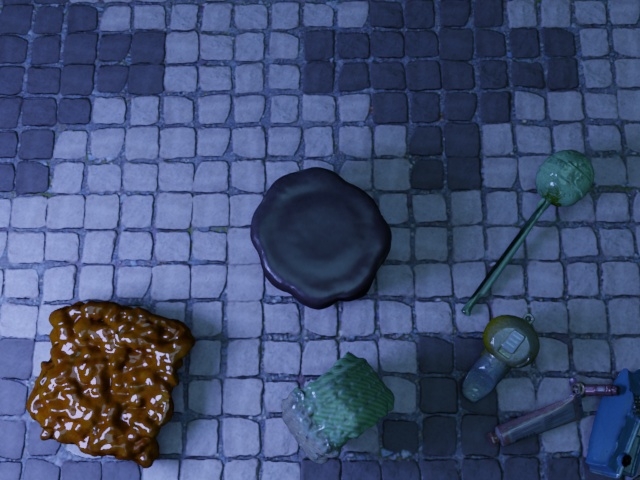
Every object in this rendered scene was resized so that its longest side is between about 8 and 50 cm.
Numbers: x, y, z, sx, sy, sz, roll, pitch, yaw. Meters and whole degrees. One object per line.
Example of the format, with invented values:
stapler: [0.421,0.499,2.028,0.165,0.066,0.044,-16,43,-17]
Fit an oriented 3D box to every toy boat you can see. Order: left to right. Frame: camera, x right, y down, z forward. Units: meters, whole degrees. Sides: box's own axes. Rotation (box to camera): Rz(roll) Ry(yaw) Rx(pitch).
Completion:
toy boat: [0.625,0.372,1.541,0.098,0.109,0.238,31,72,-22]

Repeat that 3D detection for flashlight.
flashlight: [0.563,0.309,1.560,0.031,0.110,0.052,19,70,-40]

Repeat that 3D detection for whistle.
whistle: [0.376,0.243,1.586,0.122,0.123,0.223,37,99,10]

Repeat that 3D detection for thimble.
thimble: [0.028,0.331,1.494,0.219,0.219,0.150,-37,79,-9]

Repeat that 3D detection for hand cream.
hand cream: [0.448,0.376,1.564,0.209,0.043,0.067,-19,113,-5]

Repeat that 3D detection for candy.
candy: [0.444,-0.015,1.660,0.119,0.119,0.440,37,87,10]

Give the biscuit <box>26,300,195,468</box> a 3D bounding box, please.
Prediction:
biscuit: [-0.442,0.286,1.570,0.317,0.110,0.312,14,76,5]

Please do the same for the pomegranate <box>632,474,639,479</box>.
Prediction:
pomegranate: [0.670,0.498,1.503,0.114,0.115,0.142,21,49,6]

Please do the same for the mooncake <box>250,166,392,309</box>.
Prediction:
mooncake: [0.000,0.000,1.620,0.305,0.154,0.306,0,76,1]
